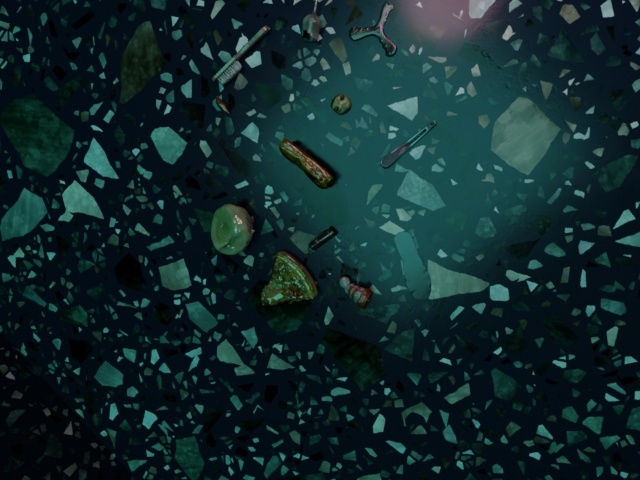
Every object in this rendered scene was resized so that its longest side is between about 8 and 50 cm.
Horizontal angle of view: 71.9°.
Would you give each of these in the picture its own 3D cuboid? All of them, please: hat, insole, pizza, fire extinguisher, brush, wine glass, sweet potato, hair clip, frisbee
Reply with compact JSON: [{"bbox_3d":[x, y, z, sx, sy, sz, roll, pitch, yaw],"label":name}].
[{"bbox_3d":[0.083,-0.566,1.828,0.077,0.059,0.076,-39,95,12],"label":"hat"},{"bbox_3d":[0.400,0.113,1.910,0.109,0.007,0.322,-20,95,14],"label":"insole"},{"bbox_3d":[-0.175,0.178,2.025,0.288,0.074,0.251,-16,94,14],"label":"pizza"},{"bbox_3d":[0.000,0.000,1.963,0.158,0.043,0.064,-35,61,16],"label":"fire extinguisher"},{"bbox_3d":[-0.332,-0.781,1.885,0.327,0.070,0.065,-39,108,15],"label":"brush"},{"bbox_3d":[0.148,0.224,1.953,0.162,0.112,0.093,31,78,16],"label":"hat"},{"bbox_3d":[-0.027,-0.910,1.777,0.079,0.079,0.195,13,102,10],"label":"wine glass"},{"bbox_3d":[-0.437,-0.596,1.955,0.034,0.034,0.095,-38,87,17],"label":"sweet potato"},{"bbox_3d":[0.356,-0.395,1.800,0.275,0.083,0.048,-41,84,10],"label":"hair clip"},{"bbox_3d":[0.230,-0.857,1.761,0.211,0.012,0.187,23,104,9],"label":"frisbee"}]

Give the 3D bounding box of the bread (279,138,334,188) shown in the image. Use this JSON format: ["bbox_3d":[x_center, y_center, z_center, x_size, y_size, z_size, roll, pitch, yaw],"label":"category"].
[{"bbox_3d":[-0.061,-0.322,1.868,0.271,0.139,0.077,41,97,1],"label":"bread"}]

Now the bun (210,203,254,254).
[{"bbox_3d":[-0.392,-0.048,2.001,0.229,0.145,0.229,-2,87,45],"label":"bun"}]
